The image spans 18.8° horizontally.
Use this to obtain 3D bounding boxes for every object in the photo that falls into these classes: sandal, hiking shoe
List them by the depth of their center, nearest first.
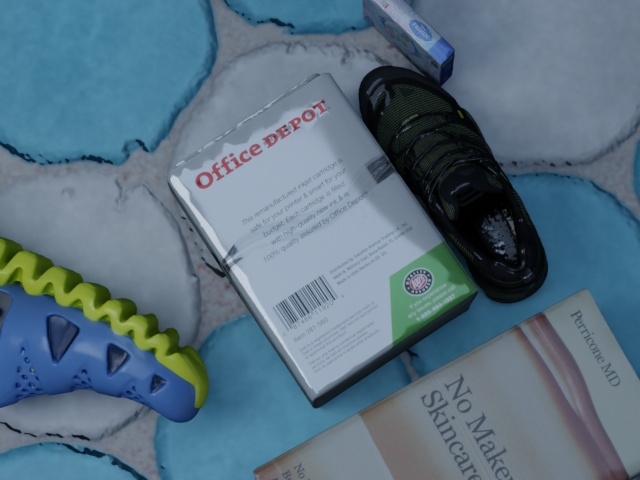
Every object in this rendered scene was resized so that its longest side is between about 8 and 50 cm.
[{"bbox_3d":[-0.239,0.078,1.544,0.317,0.126,0.138,24,85,13],"label":"sandal"},{"bbox_3d":[0.112,-0.057,1.556,0.086,0.114,0.227,-37,82,-6],"label":"hiking shoe"}]

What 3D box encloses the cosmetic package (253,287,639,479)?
[{"bbox_3d":[0.111,0.176,1.510,0.296,0.129,0.153,-30,80,-4],"label":"cosmetic package"}]

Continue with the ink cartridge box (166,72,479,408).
[{"bbox_3d":[0.000,0.000,1.559,0.160,0.092,0.219,-33,81,-5],"label":"ink cartridge box"}]

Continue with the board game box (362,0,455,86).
[{"bbox_3d":[0.072,-0.171,1.588,0.090,0.090,0.020,43,86,7],"label":"board game box"}]
